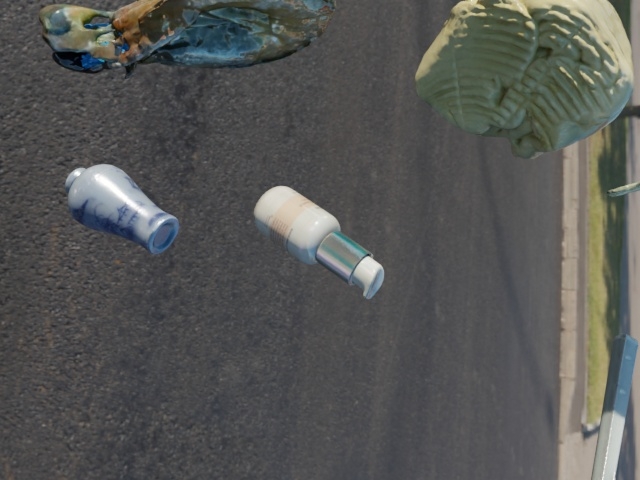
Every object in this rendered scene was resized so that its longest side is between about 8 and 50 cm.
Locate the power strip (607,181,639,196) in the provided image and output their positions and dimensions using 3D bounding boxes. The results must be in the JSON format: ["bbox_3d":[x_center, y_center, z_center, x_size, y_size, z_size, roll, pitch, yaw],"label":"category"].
[{"bbox_3d":[0.426,-0.076,0.654,0.075,0.175,0.042,22,57,-54],"label":"power strip"}]

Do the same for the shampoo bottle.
[{"bbox_3d":[0.000,0.000,0.729,0.074,0.192,0.074,-40,150,-30],"label":"shampoo bottle"}]

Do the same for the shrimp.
[{"bbox_3d":[-0.194,-0.331,0.868,0.221,0.446,0.109,109,-29,-79],"label":"shrimp"}]

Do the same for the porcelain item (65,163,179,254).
[{"bbox_3d":[-0.421,-0.070,1.186,0.141,0.259,0.141,-52,160,-28],"label":"porcelain item"}]

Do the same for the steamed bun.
[{"bbox_3d":[0.326,-0.273,0.898,0.203,0.289,0.275,-34,92,-43],"label":"steamed bun"}]

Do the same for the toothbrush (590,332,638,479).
[{"bbox_3d":[0.275,0.227,0.552,0.342,0.025,0.030,-57,174,-34],"label":"toothbrush"}]
